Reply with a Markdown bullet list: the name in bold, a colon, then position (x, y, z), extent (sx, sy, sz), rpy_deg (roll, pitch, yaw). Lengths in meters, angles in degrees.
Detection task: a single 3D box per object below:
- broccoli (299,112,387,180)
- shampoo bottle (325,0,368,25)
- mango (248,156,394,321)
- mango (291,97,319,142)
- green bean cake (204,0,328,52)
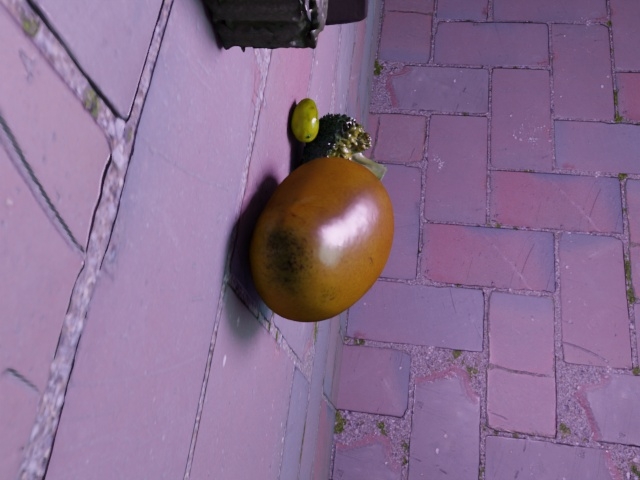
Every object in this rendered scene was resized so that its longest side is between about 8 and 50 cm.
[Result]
- **broccoli**: position (0.054, -0.176, 1.217), extent (0.220, 0.194, 0.194), rpy_deg (122, -19, -58)
- **shampoo bottle**: position (0.030, -0.443, 0.822), extent (0.246, 0.079, 0.080), rpy_deg (88, -8, -52)
- **mango**: position (0.000, 0.000, 0.952), extent (0.378, 0.221, 0.264), rpy_deg (-37, 137, -66)
- **mango**: position (-0.029, -0.244, 1.140), extent (0.073, 0.056, 0.108), rpy_deg (93, 3, -51)
- **green bean cake**: position (-0.058, -0.373, 0.636), extent (0.241, 0.131, 0.255), rpy_deg (69, 27, -63)
